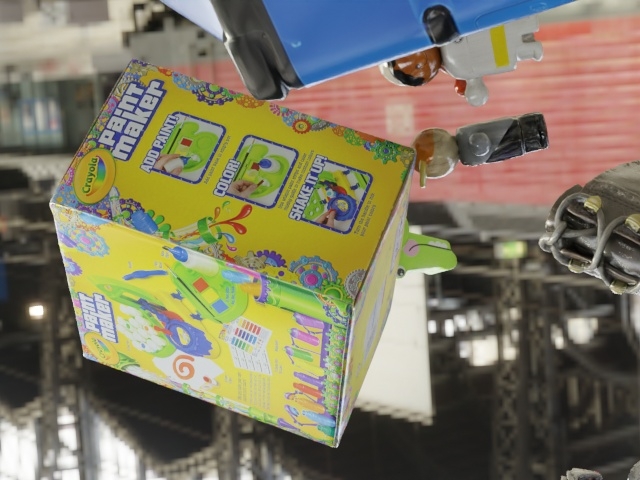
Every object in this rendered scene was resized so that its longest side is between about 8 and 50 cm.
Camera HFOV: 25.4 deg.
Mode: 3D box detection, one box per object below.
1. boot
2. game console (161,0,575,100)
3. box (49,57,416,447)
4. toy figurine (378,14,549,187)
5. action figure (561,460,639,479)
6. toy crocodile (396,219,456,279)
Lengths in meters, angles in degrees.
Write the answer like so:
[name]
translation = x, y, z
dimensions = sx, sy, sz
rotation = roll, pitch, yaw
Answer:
[boot]
translation = 0.204, 0.041, 0.650
dimensions = 0.229, 0.091, 0.263
rotation = 27, -158, 19
[game console]
translation = -0.033, -0.222, 0.540
dimensions = 0.250, 0.293, 0.173
rotation = -16, -142, 13
[box]
translation = -0.078, 0.020, 1.334
dimensions = 0.279, 0.177, 0.290
rotation = 19, 149, 8
[toy figurine]
translation = 0.121, -0.179, 1.323
dimensions = 0.148, 0.209, 0.213
rotation = -11, 145, 3
[action figure]
translation = 0.359, 0.268, 1.524
dimensions = 0.185, 0.285, 0.099
rotation = 22, -147, -19
[toy crocodile]
translation = 0.000, 0.000, 1.693
dimensions = 0.340, 0.105, 0.115
rotation = 13, 169, -21
